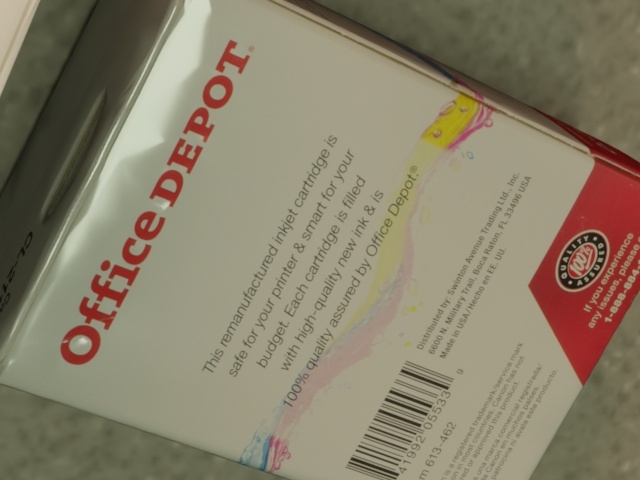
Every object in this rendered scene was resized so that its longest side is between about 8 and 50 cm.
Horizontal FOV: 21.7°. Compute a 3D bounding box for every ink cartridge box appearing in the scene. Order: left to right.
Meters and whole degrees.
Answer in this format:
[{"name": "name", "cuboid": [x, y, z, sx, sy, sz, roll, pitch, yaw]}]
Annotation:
[{"name": "ink cartridge box", "cuboid": [0.000, 0.000, 0.500, 0.175, 0.072, 0.127, 23, 103, -27]}]

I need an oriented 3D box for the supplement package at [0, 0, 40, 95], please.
[{"name": "supplement package", "cuboid": [-0.202, -0.110, 0.307, 0.293, 0.177, 0.175, 23, 92, -28]}]
